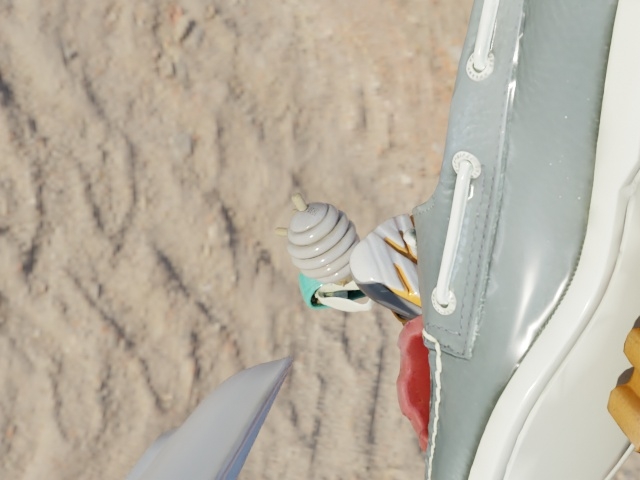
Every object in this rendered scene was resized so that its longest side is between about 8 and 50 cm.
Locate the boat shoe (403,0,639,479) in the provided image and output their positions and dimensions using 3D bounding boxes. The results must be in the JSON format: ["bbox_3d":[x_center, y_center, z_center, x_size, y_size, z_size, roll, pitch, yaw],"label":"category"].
[{"bbox_3d":[0.090,-0.005,0.509,0.116,0.099,0.319,-16,129,-39],"label":"boat shoe"}]

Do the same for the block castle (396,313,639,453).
[{"bbox_3d":[0.170,-0.029,0.583,0.213,0.303,0.453,-6,121,-24],"label":"block castle"}]

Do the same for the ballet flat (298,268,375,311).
[{"bbox_3d":[0.086,0.054,1.739,0.083,0.247,0.087,48,37,-53],"label":"ballet flat"}]

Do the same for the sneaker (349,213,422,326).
[{"bbox_3d":[0.088,0.042,0.949,0.215,0.083,0.084,16,46,-48],"label":"sneaker"}]

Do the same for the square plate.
[{"bbox_3d":[-0.148,0.254,0.674,0.049,0.347,0.344,30,29,4],"label":"square plate"}]

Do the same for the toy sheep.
[{"bbox_3d":[0.000,0.000,1.444,0.091,0.091,0.132,-53,124,-27],"label":"toy sheep"}]
